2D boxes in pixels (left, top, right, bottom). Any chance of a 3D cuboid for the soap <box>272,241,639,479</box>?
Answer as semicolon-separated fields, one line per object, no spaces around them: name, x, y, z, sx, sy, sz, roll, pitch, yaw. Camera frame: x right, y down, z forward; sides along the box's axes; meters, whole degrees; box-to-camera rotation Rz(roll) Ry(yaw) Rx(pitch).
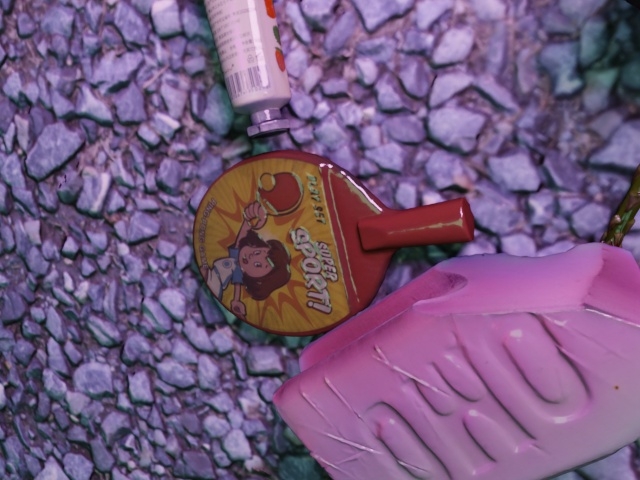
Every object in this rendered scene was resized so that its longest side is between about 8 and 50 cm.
soap;0.138;0.121;0.539;0.324;0.109;0.192;-36;97;28

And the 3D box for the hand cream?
hand cream;-0.081;-0.237;0.591;0.096;0.059;0.275;-11;93;26

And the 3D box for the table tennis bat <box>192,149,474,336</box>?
table tennis bat;0.000;0.000;0.624;0.310;0.038;0.200;-8;101;27

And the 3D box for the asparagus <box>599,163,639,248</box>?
asparagus;0.281;-0.070;0.495;0.025;0.025;0.248;11;113;-25

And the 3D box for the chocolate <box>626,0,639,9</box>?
chocolate;0.316;-0.251;0.311;0.304;0.303;0.212;18;73;18
